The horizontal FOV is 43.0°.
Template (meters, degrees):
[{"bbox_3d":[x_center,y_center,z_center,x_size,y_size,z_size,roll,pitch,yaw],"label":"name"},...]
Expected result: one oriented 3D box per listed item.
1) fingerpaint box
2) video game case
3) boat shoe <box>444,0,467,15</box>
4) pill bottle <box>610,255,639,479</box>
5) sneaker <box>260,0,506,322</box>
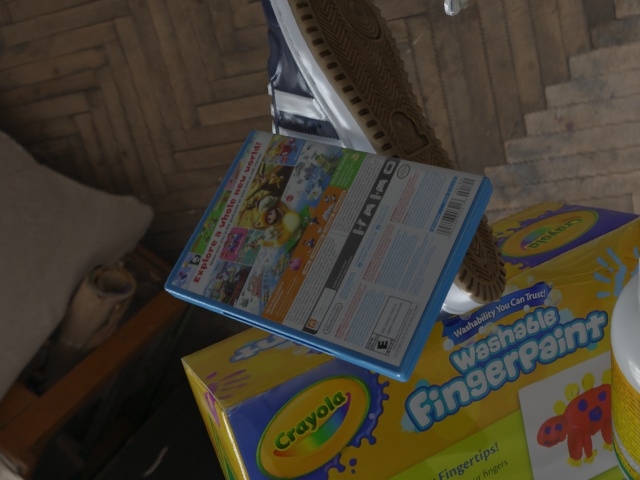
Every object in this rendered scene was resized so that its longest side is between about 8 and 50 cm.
[{"bbox_3d":[0.137,0.210,0.819,0.444,0.163,0.371,-23,106,-18],"label":"fingerpaint box"},{"bbox_3d":[0.000,0.000,0.464,0.166,0.119,0.015,16,160,33],"label":"video game case"},{"bbox_3d":[0.164,-0.284,0.861,0.035,0.035,0.100,22,85,26],"label":"boat shoe"},{"bbox_3d":[0.235,0.077,0.486,0.117,0.118,0.208,1,141,20],"label":"pill bottle"},{"bbox_3d":[-0.004,-0.058,0.562,0.153,0.099,0.282,-31,84,38],"label":"sneaker"}]
